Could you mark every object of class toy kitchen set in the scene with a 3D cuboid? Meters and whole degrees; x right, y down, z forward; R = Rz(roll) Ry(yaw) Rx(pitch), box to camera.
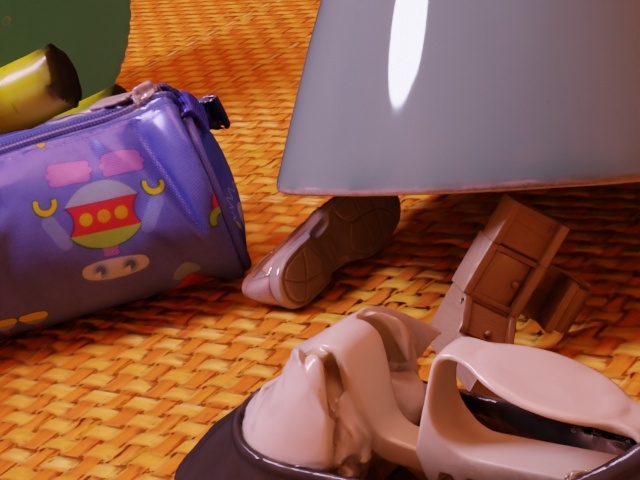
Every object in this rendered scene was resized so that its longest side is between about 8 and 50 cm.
[{"bbox_3d":[0.107,0.036,0.767,0.068,0.083,0.075,25,11,-20],"label":"toy kitchen set"}]

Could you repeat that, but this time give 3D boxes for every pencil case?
[{"bbox_3d":[-0.193,-0.005,0.950,0.306,0.133,0.119,-15,22,-4],"label":"pencil case"}]

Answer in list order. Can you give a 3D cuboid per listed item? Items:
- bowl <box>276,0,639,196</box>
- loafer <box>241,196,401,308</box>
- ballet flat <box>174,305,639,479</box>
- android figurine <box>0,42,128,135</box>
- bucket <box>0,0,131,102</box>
[{"bbox_3d":[0.123,-0.118,0.894,0.311,0.163,0.311,-4,4,0],"label":"bowl"},{"bbox_3d":[0.000,0.000,0.950,0.039,0.045,0.125,-3,25,41],"label":"loafer"},{"bbox_3d":[0.047,0.078,0.647,0.280,0.096,0.095,3,27,37],"label":"ballet flat"},{"bbox_3d":[-0.261,-0.046,1.043,0.272,0.056,0.248,-21,-19,18],"label":"android figurine"},{"bbox_3d":[-0.306,-0.194,1.324,0.281,0.281,0.183,-28,29,-33],"label":"bucket"}]
